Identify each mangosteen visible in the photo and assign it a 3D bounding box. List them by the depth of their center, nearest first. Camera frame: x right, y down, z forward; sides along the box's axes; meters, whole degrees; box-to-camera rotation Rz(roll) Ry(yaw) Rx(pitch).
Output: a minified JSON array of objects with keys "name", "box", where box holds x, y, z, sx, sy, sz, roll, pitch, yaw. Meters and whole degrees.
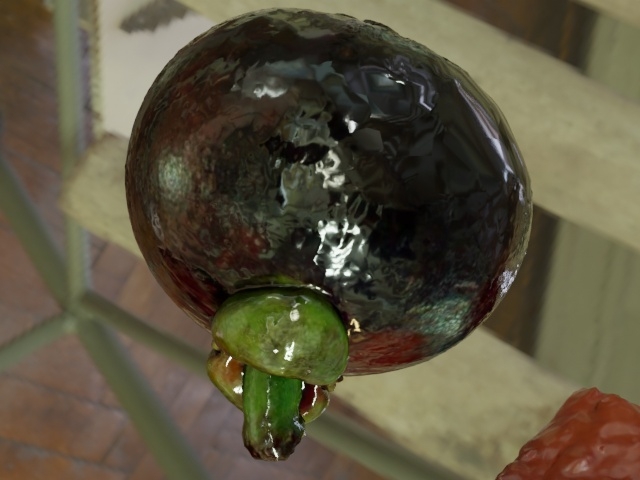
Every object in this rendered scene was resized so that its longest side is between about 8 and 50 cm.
[{"name":"mangosteen","box":[0.000,-0.009,0.833,0.216,0.216,0.216,-38,143,-36]}]

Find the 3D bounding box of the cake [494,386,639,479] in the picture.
[{"name":"cake","box":[0.218,0.307,1.082,0.269,0.270,0.320,-43,137,-34]}]
